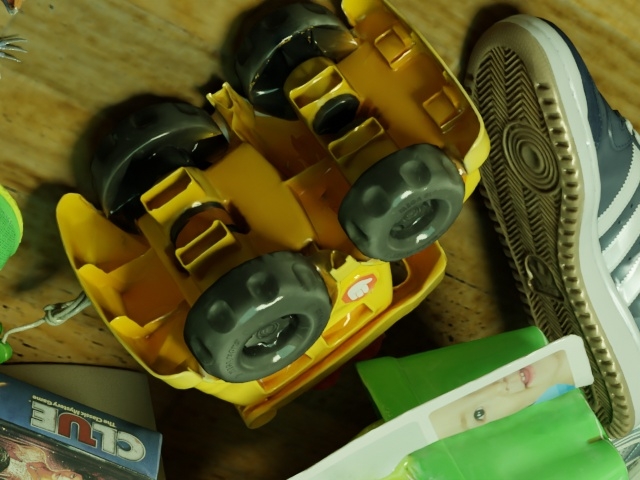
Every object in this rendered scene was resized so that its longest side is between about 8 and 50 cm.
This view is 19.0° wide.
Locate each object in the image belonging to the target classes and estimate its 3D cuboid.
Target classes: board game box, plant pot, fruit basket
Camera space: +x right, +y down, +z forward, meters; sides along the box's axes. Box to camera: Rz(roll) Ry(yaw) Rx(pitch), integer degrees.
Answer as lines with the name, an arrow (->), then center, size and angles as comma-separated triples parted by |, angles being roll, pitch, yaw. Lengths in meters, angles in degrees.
board game box -> -0.212, 0.176, 1.056 | 0.165, 0.042, 0.243 | 22, 120, -15
plant pot -> -0.163, 0.134, 1.117 | 0.096, 0.109, 0.109 | 21, 116, -24
fruit basket -> 0.022, 0.219, 1.115 | 0.353, 0.165, 0.327 | -32, 145, -7

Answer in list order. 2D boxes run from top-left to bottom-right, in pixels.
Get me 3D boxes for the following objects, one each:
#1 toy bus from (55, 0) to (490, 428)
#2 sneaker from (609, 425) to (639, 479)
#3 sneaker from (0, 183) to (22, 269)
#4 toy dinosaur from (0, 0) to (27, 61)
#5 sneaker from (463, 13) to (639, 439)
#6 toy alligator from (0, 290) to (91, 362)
toy bus -> 0.000, 0.000, 1.064 | 0.220, 0.149, 0.211 | -37, 147, 3
sneaker -> 0.158, 0.143, 1.298 | 0.283, 0.110, 0.122 | -41, 115, 7
sneaker -> -0.287, -0.002, 0.914 | 0.295, 0.123, 0.109 | 9, 135, -28
toy dinosaur -> -0.184, -0.100, 0.950 | 0.090, 0.047, 0.082 | 22, 97, -26
sneaker -> 0.187, -0.032, 1.153 | 0.153, 0.099, 0.282 | -32, 121, -22
toy alligator -> -0.217, 0.064, 1.065 | 0.189, 0.056, 0.051 | -33, 93, 4
